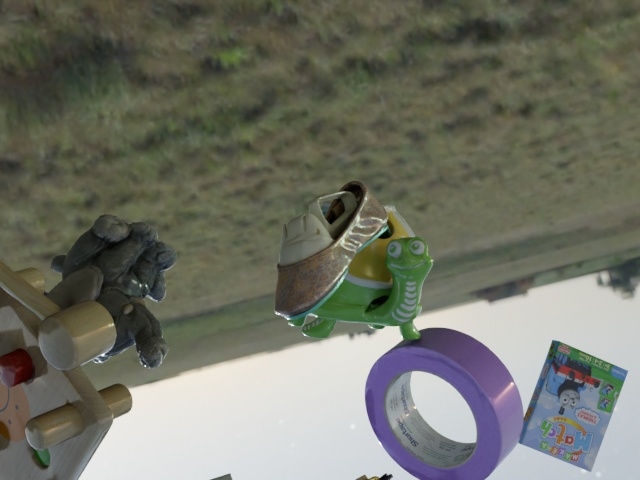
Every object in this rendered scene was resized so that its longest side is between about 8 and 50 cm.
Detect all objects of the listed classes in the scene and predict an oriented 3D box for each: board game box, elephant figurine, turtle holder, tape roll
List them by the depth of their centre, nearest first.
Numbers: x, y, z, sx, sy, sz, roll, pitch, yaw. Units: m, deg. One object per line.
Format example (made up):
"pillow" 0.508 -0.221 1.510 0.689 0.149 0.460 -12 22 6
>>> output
"elephant figurine" -0.297 0.092 1.387 0.169 0.239 0.186 21 135 -15
"turtle holder" 0.059 0.049 1.716 0.243 0.228 0.320 4 -178 3
"tape roll" 0.214 0.295 1.773 0.274 0.275 0.090 -18 -174 42
"board game box" 0.487 0.321 1.955 0.160 0.212 0.039 23 175 -12

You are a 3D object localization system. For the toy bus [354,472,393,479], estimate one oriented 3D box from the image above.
"toy bus" 0.100 0.504 1.941 0.202 0.104 0.191 -31 162 -20

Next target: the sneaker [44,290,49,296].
"sneaker" -0.481 0.107 1.576 0.318 0.112 0.131 18 150 -20

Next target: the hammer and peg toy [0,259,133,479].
"hammer and peg toy" -0.336 0.143 1.146 0.127 0.266 0.361 -19 151 -49

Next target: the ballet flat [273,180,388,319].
"ballet flat" 0.000 0.000 1.446 0.107 0.106 0.316 -18 -164 30

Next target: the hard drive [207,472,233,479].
"hard drive" -0.296 0.567 1.932 0.307 0.040 0.203 -15 -150 -11
